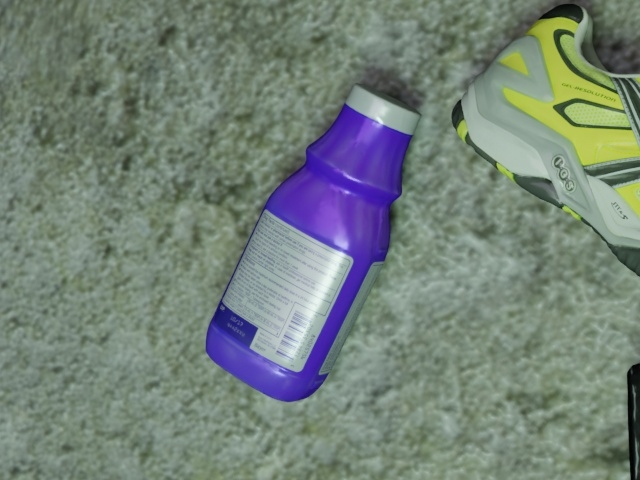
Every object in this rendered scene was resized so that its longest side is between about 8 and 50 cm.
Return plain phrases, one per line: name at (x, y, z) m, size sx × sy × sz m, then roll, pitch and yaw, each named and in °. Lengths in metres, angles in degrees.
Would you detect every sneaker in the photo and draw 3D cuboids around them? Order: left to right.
sneaker at (0.283, -0.047, 1.056) m, size 0.384 × 0.145 × 0.147 m, roll 37°, pitch 105°, yaw 18°

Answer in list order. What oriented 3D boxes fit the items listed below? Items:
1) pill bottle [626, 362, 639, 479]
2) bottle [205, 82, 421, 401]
pill bottle at (0.347, 0.153, 1.029) m, size 0.219 × 0.123 × 0.123 m, roll -2°, pitch 89°, yaw 11°
bottle at (0.000, 0.000, 1.209) m, size 0.118 × 0.092 × 0.283 m, roll 29°, pitch 101°, yaw 21°
